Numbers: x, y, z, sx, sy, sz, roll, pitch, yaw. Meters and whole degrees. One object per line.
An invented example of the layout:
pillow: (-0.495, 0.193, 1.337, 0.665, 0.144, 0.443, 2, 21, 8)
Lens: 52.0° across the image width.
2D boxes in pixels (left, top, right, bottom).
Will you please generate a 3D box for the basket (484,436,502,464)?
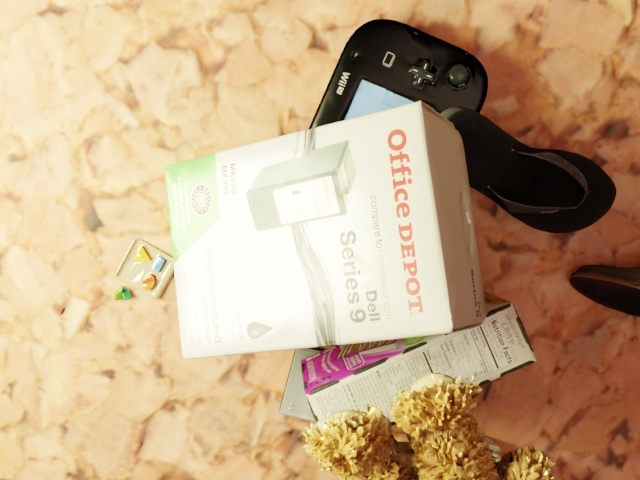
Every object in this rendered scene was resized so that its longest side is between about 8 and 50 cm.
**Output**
basket: (0.159, 0.334, 0.817, 0.113, 0.103, 0.167, 13, 101, -3)

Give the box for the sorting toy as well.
sorting toy: (-0.219, 0.046, 0.805, 0.062, 0.012, 0.083, 30, 100, -6)

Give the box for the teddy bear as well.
teddy bear: (0.116, 0.269, 0.645, 0.245, 0.113, 0.337, -12, 118, -6)

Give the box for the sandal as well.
sandal: (0.229, -0.066, 0.727, 0.255, 0.054, 0.097, 16, 103, -23)

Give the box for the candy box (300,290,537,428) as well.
candy box: (0.097, 0.134, 0.732, 0.234, 0.159, 0.071, -23, 94, -3)

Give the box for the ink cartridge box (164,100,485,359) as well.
ink cartridge box: (0.000, 0.000, 0.664, 0.289, 0.122, 0.211, -11, 83, 26)

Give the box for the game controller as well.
game controller: (0.057, -0.082, 0.749, 0.167, 0.067, 0.319, 23, 100, -4)

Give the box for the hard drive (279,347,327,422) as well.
hard drive: (0.024, 0.189, 0.829, 0.135, 0.022, 0.094, 14, 101, -3)

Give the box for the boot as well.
boot: (0.417, 0.036, 0.777, 0.219, 0.082, 0.106, 12, 66, 17)
